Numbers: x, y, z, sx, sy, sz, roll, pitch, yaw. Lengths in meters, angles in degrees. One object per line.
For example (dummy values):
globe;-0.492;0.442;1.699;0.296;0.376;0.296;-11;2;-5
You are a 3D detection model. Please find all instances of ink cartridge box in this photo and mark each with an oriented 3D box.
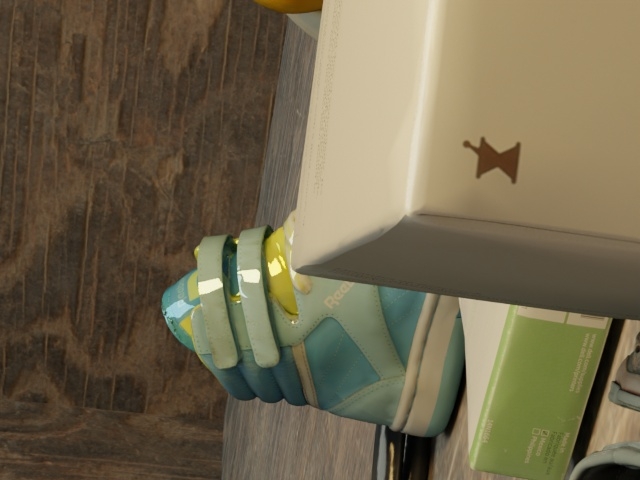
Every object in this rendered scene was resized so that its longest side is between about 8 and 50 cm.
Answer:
ink cartridge box;0.113;-0.011;1.034;0.235;0.056;0.171;-87;6;-58

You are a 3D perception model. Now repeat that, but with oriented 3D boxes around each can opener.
can opener;0.058;0.187;1.415;0.059;0.073;0.186;38;-128;-50

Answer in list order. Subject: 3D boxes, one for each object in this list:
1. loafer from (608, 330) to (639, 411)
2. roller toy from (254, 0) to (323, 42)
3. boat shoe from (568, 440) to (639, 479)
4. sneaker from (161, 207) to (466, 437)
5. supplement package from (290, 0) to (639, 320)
loafer;0.139;0.051;0.768;0.125;0.045;0.039;149;134;-86
roller toy;0.060;-0.177;0.964;0.146;0.191;0.209;124;167;-53
boat shoe;0.126;0.112;0.625;0.227;0.081;0.079;-137;53;-83
sneaker;0.000;0.000;1.295;0.127;0.208;0.319;-87;2;-54
supplement package;0.098;-0.069;0.633;0.293;0.175;0.178;153;125;-83
